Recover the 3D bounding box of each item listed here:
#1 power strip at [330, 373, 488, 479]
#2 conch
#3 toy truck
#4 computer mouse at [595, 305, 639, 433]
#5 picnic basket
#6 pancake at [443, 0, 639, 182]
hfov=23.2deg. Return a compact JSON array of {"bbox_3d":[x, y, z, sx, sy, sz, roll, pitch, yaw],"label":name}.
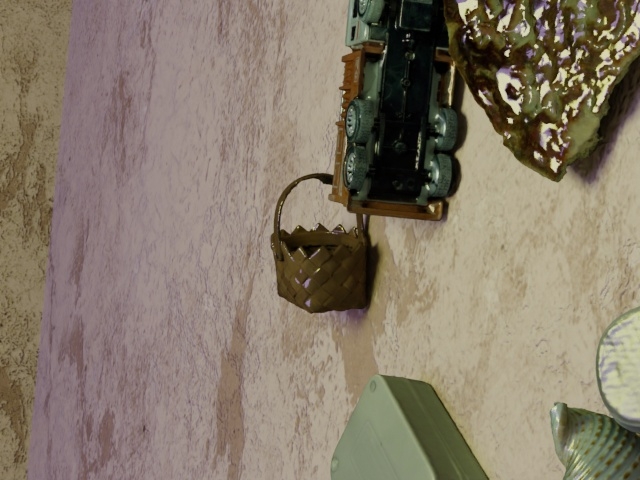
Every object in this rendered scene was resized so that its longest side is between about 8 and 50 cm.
[{"bbox_3d":[0.065,0.319,1.850,0.261,0.141,0.229,-67,29,25],"label":"power strip"},{"bbox_3d":[0.272,0.227,1.477,0.135,0.102,0.153,61,-155,-80],"label":"conch"},{"bbox_3d":[0.088,-0.183,1.928,0.162,0.136,0.305,-165,80,-73],"label":"toy truck"},{"bbox_3d":[0.344,0.107,1.395,0.231,0.079,0.128,-17,72,47],"label":"computer mouse"},{"bbox_3d":[0.000,0.000,2.063,0.138,0.128,0.178,-157,66,-62],"label":"picnic basket"},{"bbox_3d":[0.240,-0.290,1.667,0.305,0.067,0.427,-45,54,39],"label":"pancake"}]
